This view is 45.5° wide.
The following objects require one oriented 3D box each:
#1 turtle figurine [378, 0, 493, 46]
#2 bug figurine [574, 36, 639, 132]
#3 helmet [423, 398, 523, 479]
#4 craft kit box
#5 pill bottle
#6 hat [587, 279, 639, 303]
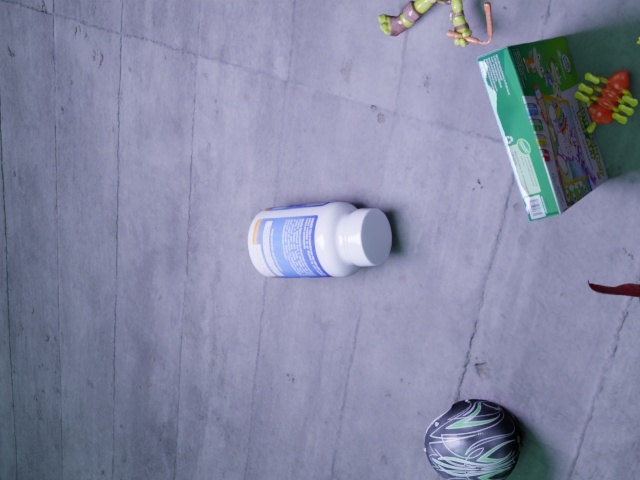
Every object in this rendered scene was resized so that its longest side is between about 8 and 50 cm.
[{"bbox_3d":[0.187,-0.444,1.287,0.217,0.087,0.269,-9,109,46],"label":"turtle figurine"},{"bbox_3d":[0.534,-0.200,1.123,0.279,0.072,0.216,38,127,18],"label":"bug figurine"},{"bbox_3d":[0.289,0.390,1.450,0.169,0.161,0.169,13,113,33],"label":"helmet"},{"bbox_3d":[0.345,-0.177,1.160,0.061,0.246,0.250,-16,96,36],"label":"craft kit box"},{"bbox_3d":[0.000,0.000,1.536,0.272,0.152,0.152,-2,104,37],"label":"pill bottle"},{"bbox_3d":[0.542,0.116,1.155,0.208,0.183,0.173,0,106,36],"label":"hat"}]
